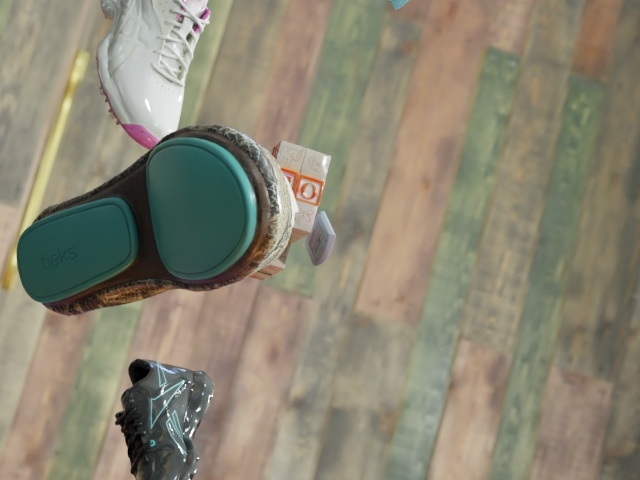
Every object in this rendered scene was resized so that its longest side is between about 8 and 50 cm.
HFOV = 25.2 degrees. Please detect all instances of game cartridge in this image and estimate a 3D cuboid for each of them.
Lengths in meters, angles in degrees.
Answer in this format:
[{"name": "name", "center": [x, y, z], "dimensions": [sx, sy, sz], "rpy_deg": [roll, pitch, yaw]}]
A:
[{"name": "game cartridge", "center": [0.000, 0.000, 2.279], "dimensions": [0.083, 0.017, 0.056], "rpy_deg": [116, -38, -47]}]

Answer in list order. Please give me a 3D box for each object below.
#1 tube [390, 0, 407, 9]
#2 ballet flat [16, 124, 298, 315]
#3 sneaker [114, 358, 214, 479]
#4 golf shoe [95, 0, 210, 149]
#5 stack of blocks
[{"name": "tube", "center": [0.184, -0.449, 2.229], "dimensions": [0.207, 0.080, 0.052], "rpy_deg": [-32, -178, 1]}, {"name": "ballet flat", "center": [-0.139, -0.021, 1.488], "dimensions": [0.482, 0.182, 0.164], "rpy_deg": [-17, -97, 51]}, {"name": "sneaker", "center": [-0.202, 0.239, 1.711], "dimensions": [0.101, 0.106, 0.267], "rpy_deg": [-54, -165, 26]}, {"name": "golf shoe", "center": [-0.199, -0.251, 1.762], "dimensions": [0.140, 0.115, 0.306], "rpy_deg": [-29, -130, 28]}, {"name": "stack of blocks", "center": [-0.082, -0.042, 2.328], "dimensions": [0.297, 0.087, 0.171], "rpy_deg": [151, -46, -72]}]
